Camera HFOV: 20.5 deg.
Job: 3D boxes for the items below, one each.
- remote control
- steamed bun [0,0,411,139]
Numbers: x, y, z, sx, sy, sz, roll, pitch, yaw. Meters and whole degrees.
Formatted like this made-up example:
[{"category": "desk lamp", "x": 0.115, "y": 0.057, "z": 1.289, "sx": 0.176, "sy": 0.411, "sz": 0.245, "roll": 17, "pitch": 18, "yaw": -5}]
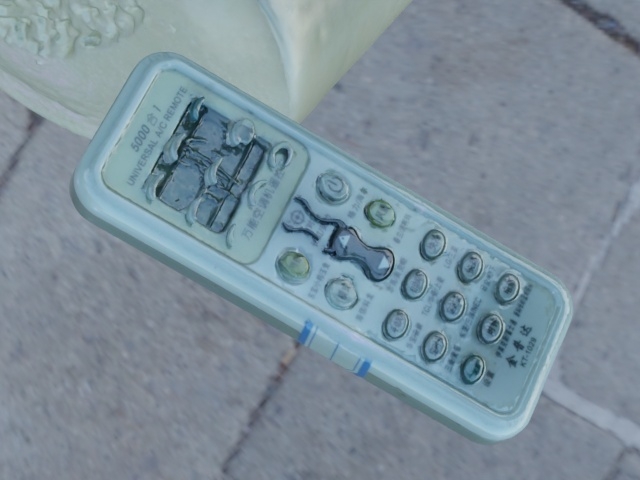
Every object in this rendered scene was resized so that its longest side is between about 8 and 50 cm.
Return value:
[{"category": "remote control", "x": 0.003, "y": 0.008, "z": 1.158, "sx": 0.335, "sy": 0.065, "sz": 0.128, "roll": 31, "pitch": 66, "yaw": -7}, {"category": "steamed bun", "x": -0.143, "y": -0.275, "z": 1.526, "sx": 0.456, "sy": 0.290, "sz": 0.371, "roll": 29, "pitch": 47, "yaw": 11}]
